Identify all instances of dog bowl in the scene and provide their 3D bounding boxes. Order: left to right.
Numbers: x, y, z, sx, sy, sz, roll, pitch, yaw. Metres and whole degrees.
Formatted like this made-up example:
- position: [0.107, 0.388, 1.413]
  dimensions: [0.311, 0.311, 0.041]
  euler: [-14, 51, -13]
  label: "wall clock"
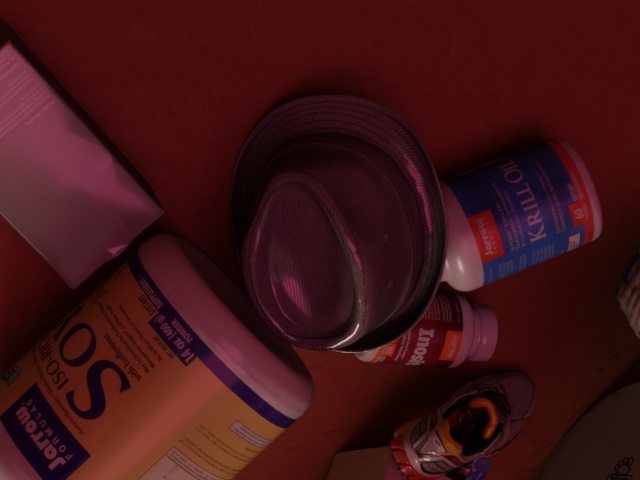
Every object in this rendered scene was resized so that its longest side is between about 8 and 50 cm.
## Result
- position: [0.374, 0.294, 1.666]
  dimensions: [0.104, 0.265, 0.265]
  euler: [38, 96, -23]
  label: "dog bowl"

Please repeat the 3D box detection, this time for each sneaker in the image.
- position: [0.180, 0.205, 1.625]
  dimensions: [0.225, 0.092, 0.088]
  euler: [-26, 84, -47]
  label: "sneaker"

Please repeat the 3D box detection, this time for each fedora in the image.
- position: [0.000, 0.000, 1.468]
  dimensions: [0.243, 0.124, 0.275]
  euler: [7, 111, 20]
  label: "fedora"

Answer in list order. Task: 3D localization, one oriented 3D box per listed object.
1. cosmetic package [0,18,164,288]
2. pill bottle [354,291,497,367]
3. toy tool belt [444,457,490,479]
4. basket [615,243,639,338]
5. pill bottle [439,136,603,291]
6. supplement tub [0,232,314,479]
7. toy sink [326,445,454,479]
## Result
- position: [-0.277, -0.083, 1.427]
  dimensions: [0.127, 0.107, 0.238]
  euler: [-38, 118, 0]
  label: "cosmetic package"
- position: [0.116, 0.097, 1.615]
  dimensions: [0.152, 0.086, 0.086]
  euler: [5, 108, -18]
  label: "pill bottle"
- position: [0.180, 0.268, 1.717]
  dimensions: [0.052, 0.051, 0.083]
  euler: [9, 107, -19]
  label: "toy tool belt"
- position: [0.471, 0.078, 1.598]
  dimensions: [0.254, 0.289, 0.201]
  euler: [23, 103, -21]
  label: "basket"
- position: [0.181, -0.018, 1.569]
  dimensions: [0.221, 0.124, 0.124]
  euler: [-23, 115, -7]
  label: "pill bottle"
- position: [-0.197, 0.180, 1.471]
  dimensions: [0.331, 0.241, 0.241]
  euler: [-43, 115, 2]
  label: "supplement tub"
- position: [0.067, 0.371, 1.628]
  dimensions: [0.152, 0.131, 0.234]
  euler: [32, 63, -24]
  label: "toy sink"
